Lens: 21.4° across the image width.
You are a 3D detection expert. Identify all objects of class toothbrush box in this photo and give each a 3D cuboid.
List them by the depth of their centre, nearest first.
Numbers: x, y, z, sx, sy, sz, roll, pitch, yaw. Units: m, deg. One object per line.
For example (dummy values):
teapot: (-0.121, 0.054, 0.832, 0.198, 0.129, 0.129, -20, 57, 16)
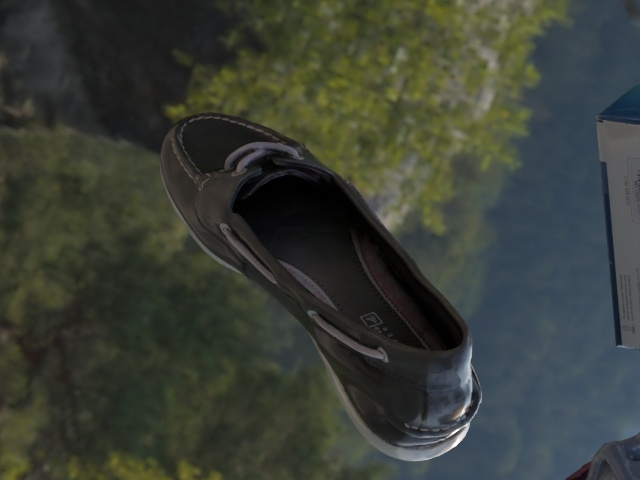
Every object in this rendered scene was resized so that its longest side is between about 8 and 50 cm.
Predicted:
toothbrush box: (0.362, -0.058, 1.445, 0.295, 0.126, 0.216, -37, 126, -44)

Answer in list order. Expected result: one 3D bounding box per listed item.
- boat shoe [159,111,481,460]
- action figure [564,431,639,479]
boat shoe: (0.000, 0.000, 1.142, 0.112, 0.335, 0.095, -22, 143, -26)
action figure: (0.236, 0.259, 0.857, 0.370, 0.275, 0.248, 65, 4, -50)
